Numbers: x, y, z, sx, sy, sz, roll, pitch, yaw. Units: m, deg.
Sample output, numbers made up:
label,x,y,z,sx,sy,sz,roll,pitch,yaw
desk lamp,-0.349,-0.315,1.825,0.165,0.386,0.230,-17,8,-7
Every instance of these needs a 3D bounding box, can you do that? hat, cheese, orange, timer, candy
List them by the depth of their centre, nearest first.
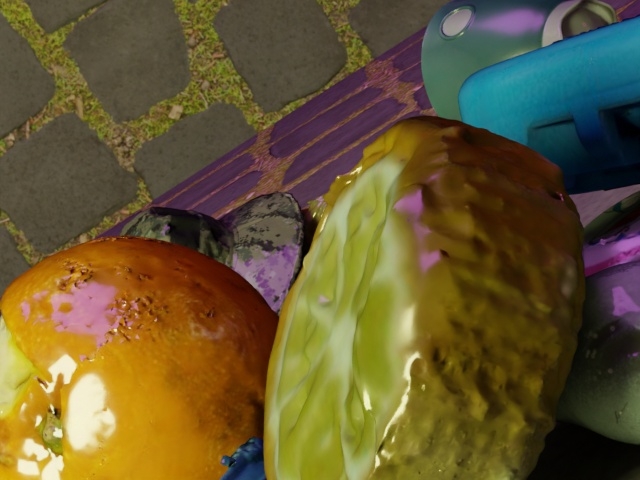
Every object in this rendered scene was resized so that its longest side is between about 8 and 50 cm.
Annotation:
label,x,y,z,sx,sy,sz,roll,pitch,yaw
candy,0.048,0.057,0.879,0.260,0.118,0.259,-161,90,-75
timer,0.281,-0.112,1.062,0.309,0.115,0.340,-14,1,-37
cheese,0.225,-0.004,1.091,0.155,0.062,0.244,-31,9,19
orange,-0.130,0.116,1.106,0.240,0.240,0.240,-32,11,7
hat,-0.135,0.039,1.509,0.265,0.128,0.265,-44,31,35

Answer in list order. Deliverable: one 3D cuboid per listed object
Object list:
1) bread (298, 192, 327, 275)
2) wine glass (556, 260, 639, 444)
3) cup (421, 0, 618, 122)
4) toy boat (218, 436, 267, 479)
label,x,y,z,sx,sy,sz,roll,pitch,yaw
bread,0.000,0.000,1.598,0.128,0.088,0.232,3,-8,-28
wine glass,0.171,0.062,0.862,0.103,0.103,0.231,-37,9,-19
cup,0.223,-0.187,1.638,0.173,0.167,0.299,-4,56,49
toy boat,-0.068,0.193,0.936,0.097,0.100,0.223,3,23,20
